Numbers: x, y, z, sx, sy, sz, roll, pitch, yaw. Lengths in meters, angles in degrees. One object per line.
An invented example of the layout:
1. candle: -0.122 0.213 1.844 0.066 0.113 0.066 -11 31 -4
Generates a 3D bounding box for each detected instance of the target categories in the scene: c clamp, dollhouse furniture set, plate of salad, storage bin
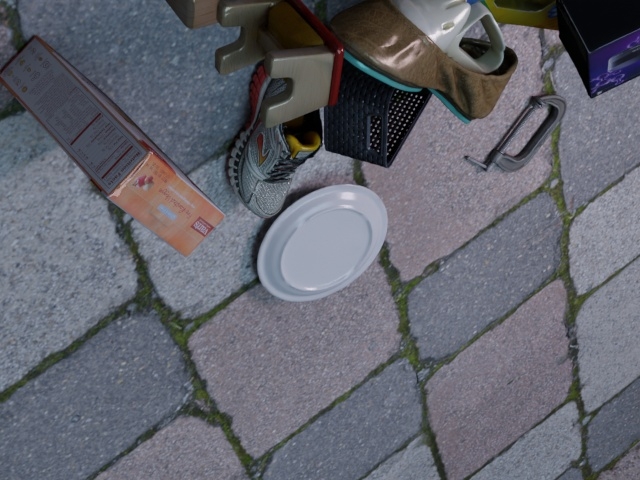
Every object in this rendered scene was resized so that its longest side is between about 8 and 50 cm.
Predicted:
1. c clamp: 0.300 -0.157 2.162 0.161 0.022 0.137 -50 145 8
2. dollhouse furniture set: -0.068 -0.304 1.333 0.152 0.374 0.201 -20 140 -25
3. plate of salad: 0.000 0.000 1.994 0.199 0.048 0.200 -18 134 -19
4. storage bin: 0.076 -0.190 1.776 0.122 0.084 0.180 89 23 -46

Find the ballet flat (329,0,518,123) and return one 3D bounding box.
1. ballet flat: 0.131 -0.219 1.617 0.124 0.116 0.342 -46 151 16

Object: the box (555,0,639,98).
1. box: 0.415 -0.288 1.719 0.261 0.103 0.184 -25 167 6

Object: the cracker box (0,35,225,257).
1. cracker box: -0.216 -0.098 1.509 0.067 0.232 0.156 -46 146 1

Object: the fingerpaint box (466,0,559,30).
1. fingerpaint box: 0.304 -0.422 1.618 0.371 0.163 0.445 -2 154 -45

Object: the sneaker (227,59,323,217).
1. sneaker: -0.051 -0.116 1.783 0.088 0.093 0.225 -18 138 -33
